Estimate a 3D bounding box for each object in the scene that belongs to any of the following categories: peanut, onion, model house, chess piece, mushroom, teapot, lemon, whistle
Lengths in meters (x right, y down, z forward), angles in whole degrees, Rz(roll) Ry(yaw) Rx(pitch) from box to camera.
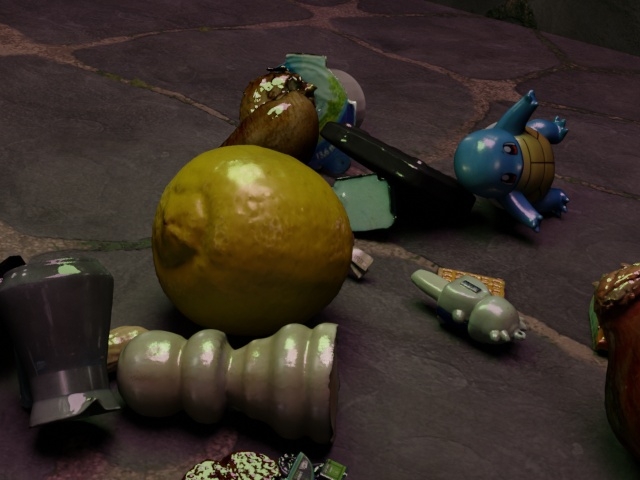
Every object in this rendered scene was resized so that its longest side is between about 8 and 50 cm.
[{"bbox_3d":[-0.341,0.177,1.629,0.187,0.082,0.082,-8,32,-23],"label":"peanut"},{"bbox_3d":[0.575,0.197,1.547,0.354,0.353,0.353,6,28,-3],"label":"onion"},{"bbox_3d":[0.099,-0.076,2.190,0.148,0.119,0.149,-9,-2,18],"label":"model house"},{"bbox_3d":[-0.138,0.206,1.550,0.330,0.182,0.182,2,28,3],"label":"chess piece"},{"bbox_3d":[-0.103,-0.231,2.240,0.195,0.283,0.263,25,3,3],"label":"mushroom"},{"bbox_3d":[-0.381,0.152,1.502,0.203,0.225,0.171,-20,-13,41],"label":"teapot"},{"bbox_3d":[-0.113,0.002,1.746,0.348,0.348,0.348,6,28,-3],"label":"lemon"},{"bbox_3d":[0.264,0.120,1.860,0.244,0.092,0.110,29,37,32],"label":"whistle"}]

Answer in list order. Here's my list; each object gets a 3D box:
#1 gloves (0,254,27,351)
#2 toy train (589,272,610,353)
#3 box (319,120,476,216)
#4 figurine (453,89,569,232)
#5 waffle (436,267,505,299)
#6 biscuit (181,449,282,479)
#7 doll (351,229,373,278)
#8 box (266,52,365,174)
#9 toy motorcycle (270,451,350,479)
[{"bbox_3d":[-0.562,0.127,1.591,0.301,0.152,0.197,-13,12,-20],"label":"gloves"},{"bbox_3d":[0.540,0.135,1.892,0.072,0.099,0.188,13,28,4],"label":"toy train"},{"bbox_3d":[0.170,-0.158,2.242,0.290,0.073,0.289,33,7,36],"label":"box"},{"bbox_3d":[0.431,-0.176,2.279,0.243,0.297,0.416,7,5,14],"label":"figurine"},{"bbox_3d":[0.287,0.089,1.994,0.135,0.021,0.092,10,28,5],"label":"waffle"},{"bbox_3d":[-0.105,0.358,1.382,0.192,0.049,0.192,4,36,-3],"label":"biscuit"},{"bbox_3d":[0.004,-0.005,2.012,0.221,0.105,0.115,19,23,24],"label":"doll"},{"bbox_3d":[0.011,-0.298,2.458,0.291,0.262,0.206,48,26,6],"label":"box"},{"bbox_3d":[-0.029,0.341,1.336,0.100,0.058,0.173,23,33,6],"label":"toy motorcycle"}]
